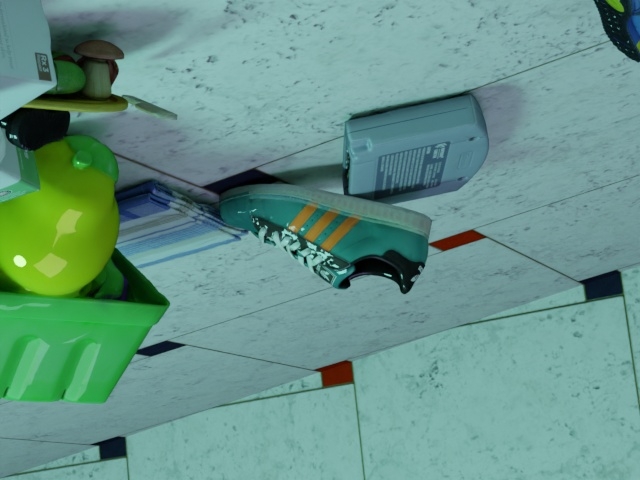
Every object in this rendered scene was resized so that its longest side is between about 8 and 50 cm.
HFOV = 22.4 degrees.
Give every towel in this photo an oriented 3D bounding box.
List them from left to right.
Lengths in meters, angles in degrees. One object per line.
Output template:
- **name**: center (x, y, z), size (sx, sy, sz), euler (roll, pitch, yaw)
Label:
- **towel**: center (-0.249, -0.019, 2.287), size (0.209, 0.034, 0.285), euler (-16, 163, 22)

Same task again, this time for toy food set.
- **toy food set**: center (-0.263, -0.176, 1.656), size (0.218, 0.071, 0.128), euler (3, -167, -26)

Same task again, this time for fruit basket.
- **fruit basket**: center (-0.373, 0.012, 2.002), size (0.392, 0.392, 0.283), euler (-3, -156, -32)

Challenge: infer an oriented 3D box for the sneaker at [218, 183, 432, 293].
- **sneaker**: center (0.000, 0.000, 2.253), size (0.302, 0.121, 0.108), euler (10, 165, 2)

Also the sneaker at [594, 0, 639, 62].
- **sneaker**: center (0.353, -0.278, 1.802), size (0.082, 0.069, 0.209), euler (-46, 153, -1)

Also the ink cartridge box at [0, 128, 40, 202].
- **ink cartridge box**: center (-0.427, -0.095, 1.756), size (0.154, 0.093, 0.212), euler (-17, 166, 16)

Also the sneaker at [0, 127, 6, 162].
- **sneaker**: center (-0.360, -0.153, 1.397), size (0.095, 0.235, 0.090), euler (-41, -167, 32)

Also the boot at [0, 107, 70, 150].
- **boot**: center (-0.324, -0.128, 1.663), size (0.099, 0.045, 0.121), euler (15, -166, 14)

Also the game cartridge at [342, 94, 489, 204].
- **game cartridge**: center (0.129, -0.118, 2.196), size (0.196, 0.060, 0.294), euler (-8, 165, -3)

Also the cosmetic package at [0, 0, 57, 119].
- **cosmetic package**: center (-0.359, -0.160, 1.534), size (0.231, 0.117, 0.085), euler (-27, 161, 39)
